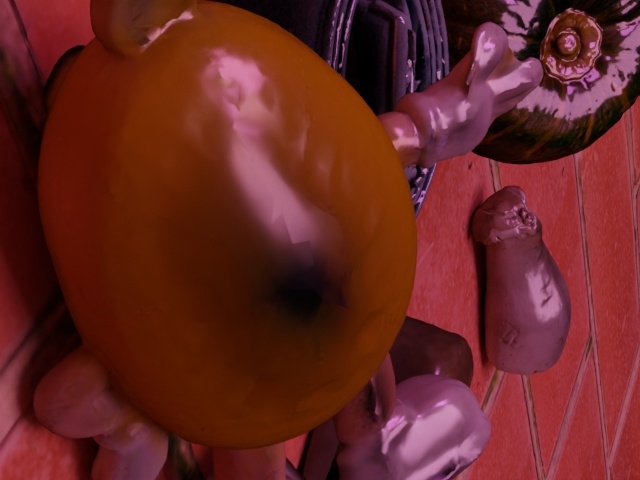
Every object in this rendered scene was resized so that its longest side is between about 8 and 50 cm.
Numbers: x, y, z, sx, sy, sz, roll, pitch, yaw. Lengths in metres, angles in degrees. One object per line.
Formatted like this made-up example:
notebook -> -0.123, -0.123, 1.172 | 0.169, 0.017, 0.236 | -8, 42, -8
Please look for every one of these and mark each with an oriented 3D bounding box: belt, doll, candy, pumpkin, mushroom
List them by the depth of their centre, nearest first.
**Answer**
doll -> -0.010, 0.034, 0.760 | 0.348, 0.161, 0.423 | -12, 122, -40
belt -> 0.014, -0.114, 0.886 | 0.206, 0.116, 0.267 | -57, 147, -39
candy -> 0.051, 0.175, 1.047 | 0.102, 0.104, 0.234 | 57, 44, -62
pumpkin -> 0.170, -0.190, 1.136 | 0.260, 0.189, 0.260 | -9, 109, -27
mushroom -> 0.228, 0.044, 1.436 | 0.116, 0.093, 0.225 | -35, 134, -34
